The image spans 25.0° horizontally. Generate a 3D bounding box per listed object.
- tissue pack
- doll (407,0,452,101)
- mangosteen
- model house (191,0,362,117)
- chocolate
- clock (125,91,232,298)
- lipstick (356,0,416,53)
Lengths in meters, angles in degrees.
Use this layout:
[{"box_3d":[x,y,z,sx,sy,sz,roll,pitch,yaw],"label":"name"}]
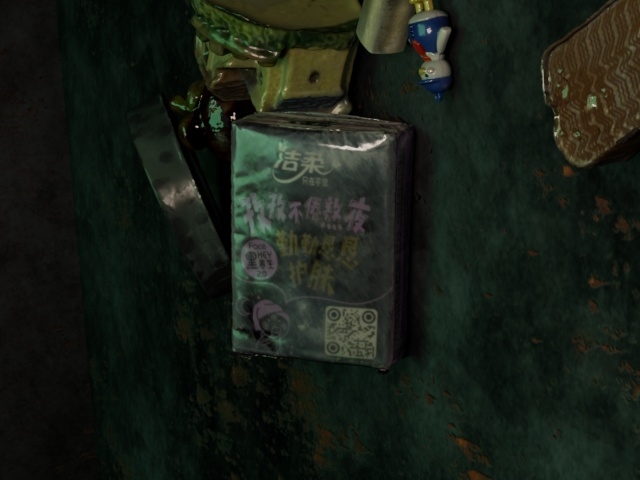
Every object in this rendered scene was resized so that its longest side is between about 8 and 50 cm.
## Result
[{"box_3d":[0.000,0.000,2.084,0.122,0.259,0.361,-38,-49,-68],"label":"tissue pack"},{"box_3d":[0.148,-0.256,1.926,0.098,0.057,0.143,3,104,64],"label":"doll"},{"box_3d":[-0.152,-0.204,2.430,0.172,0.184,0.172,159,90,-89],"label":"mangosteen"},{"box_3d":[-0.092,-0.290,2.200,0.321,0.261,0.266,-115,28,-47],"label":"model house"},{"box_3d":[0.329,-0.170,1.508,0.214,0.093,0.148,145,117,-61],"label":"chocolate"},{"box_3d":[-0.237,-0.077,2.565,0.386,0.076,0.386,-24,-90,-90],"label":"clock"},{"box_3d":[0.109,-0.372,1.950,0.079,0.077,0.253,-120,34,-41],"label":"lipstick"}]
